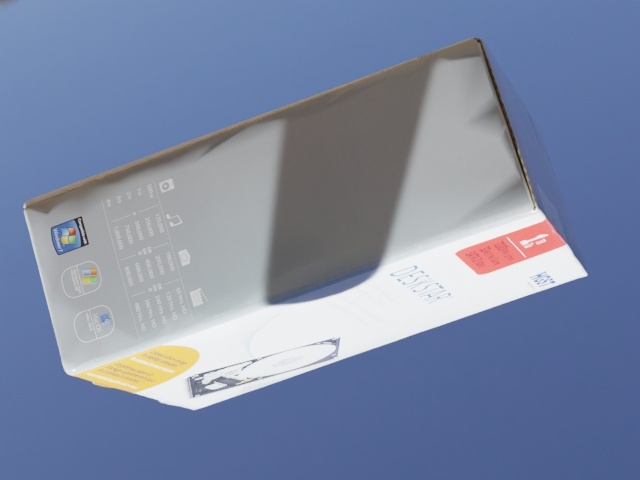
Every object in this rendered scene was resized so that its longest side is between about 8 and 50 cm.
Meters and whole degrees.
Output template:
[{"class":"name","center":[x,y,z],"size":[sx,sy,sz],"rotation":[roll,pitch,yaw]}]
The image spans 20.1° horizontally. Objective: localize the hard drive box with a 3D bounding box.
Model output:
[{"class":"hard drive box","center":[0.000,0.000,0.894],"size":[0.232,0.089,0.181],"rotation":[-20,165,12]}]
